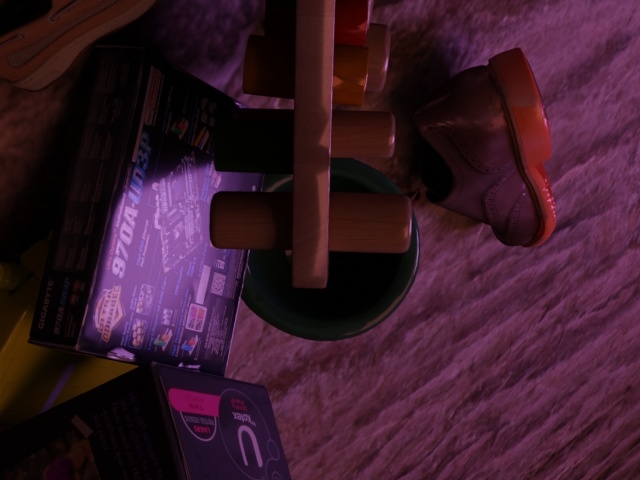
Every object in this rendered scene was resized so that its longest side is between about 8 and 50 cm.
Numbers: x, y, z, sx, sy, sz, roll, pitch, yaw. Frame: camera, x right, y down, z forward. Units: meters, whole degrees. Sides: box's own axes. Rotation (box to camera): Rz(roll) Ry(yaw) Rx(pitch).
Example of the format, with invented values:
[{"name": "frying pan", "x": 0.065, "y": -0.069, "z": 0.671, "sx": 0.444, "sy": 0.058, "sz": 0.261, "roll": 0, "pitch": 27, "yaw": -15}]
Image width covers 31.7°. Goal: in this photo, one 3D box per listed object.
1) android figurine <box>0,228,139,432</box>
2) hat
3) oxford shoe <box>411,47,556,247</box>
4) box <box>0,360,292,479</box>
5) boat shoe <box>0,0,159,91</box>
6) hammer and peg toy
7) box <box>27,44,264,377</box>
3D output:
[{"name": "android figurine", "x": -0.184, "y": 0.073, "z": 0.928, "sx": 0.273, "sy": 0.056, "sz": 0.248, "roll": 15, "pitch": 109, "yaw": -56}, {"name": "hat", "x": 0.000, "y": 0.000, "z": 1.118, "sx": 0.208, "sy": 0.183, "sz": 0.173, "roll": 20, "pitch": 93, "yaw": -12}, {"name": "oxford shoe", "x": 0.172, "y": -0.080, "z": 1.211, "sx": 0.133, "sy": 0.130, "sz": 0.363, "roll": -18, "pitch": 153, "yaw": 6}, {"name": "box", "x": -0.173, "y": 0.214, "z": 0.883, "sx": 0.270, "sy": 0.143, "sz": 0.165, "roll": -25, "pitch": 157, "yaw": 20}, {"name": "boat shoe", "x": -0.149, "y": -0.162, "z": 0.691, "sx": 0.190, "sy": 0.068, "sz": 0.072, "roll": -39, "pitch": 147, "yaw": 22}, {"name": "hammer and peg toy", "x": -0.005, "y": -0.158, "z": 0.786, "sx": 0.127, "sy": 0.361, "sz": 0.266, "roll": 1, "pitch": 114, "yaw": 0}, {"name": "box", "x": -0.119, "y": -0.014, "z": 0.850, "sx": 0.175, "sy": 0.051, "sz": 0.220, "roll": 23, "pitch": 76, "yaw": -57}]
